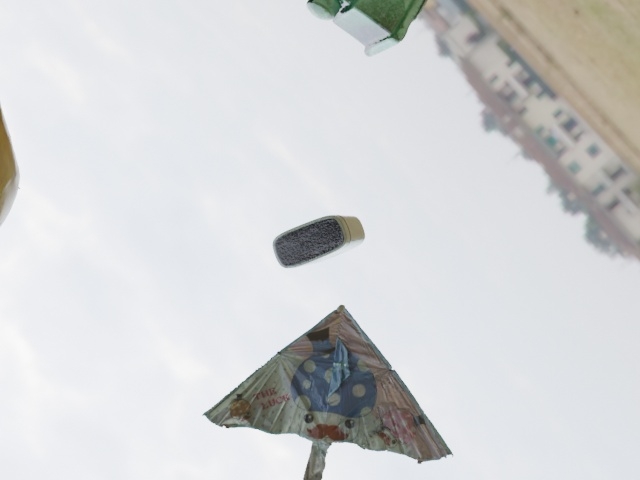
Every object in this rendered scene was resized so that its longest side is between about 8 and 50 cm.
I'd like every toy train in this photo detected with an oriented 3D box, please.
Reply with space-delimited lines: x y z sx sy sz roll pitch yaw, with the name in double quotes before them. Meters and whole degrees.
"toy train" 0.088 -0.458 1.702 0.202 0.266 0.145 33 169 -17

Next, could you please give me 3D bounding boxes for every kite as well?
"kite" 0.008 0.239 1.350 0.335 0.314 0.011 9 174 11

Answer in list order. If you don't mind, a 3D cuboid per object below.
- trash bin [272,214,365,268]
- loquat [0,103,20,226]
"trash bin" 0.000 0.000 1.594 0.130 0.116 0.059 -6 -104 -74
"loquat" -0.398 -0.080 0.867 0.275 0.275 0.275 44 -165 -15
